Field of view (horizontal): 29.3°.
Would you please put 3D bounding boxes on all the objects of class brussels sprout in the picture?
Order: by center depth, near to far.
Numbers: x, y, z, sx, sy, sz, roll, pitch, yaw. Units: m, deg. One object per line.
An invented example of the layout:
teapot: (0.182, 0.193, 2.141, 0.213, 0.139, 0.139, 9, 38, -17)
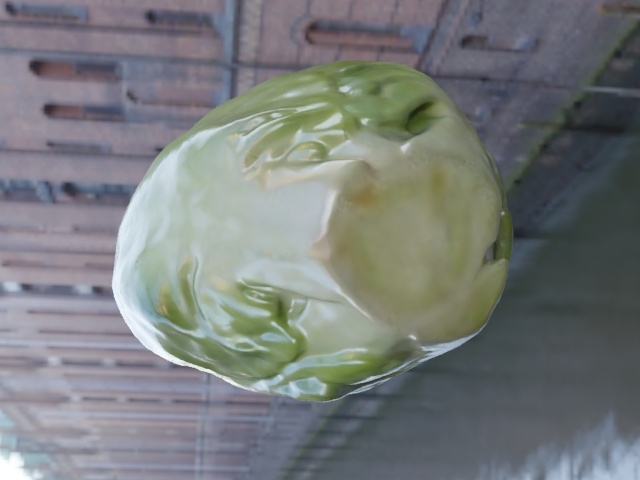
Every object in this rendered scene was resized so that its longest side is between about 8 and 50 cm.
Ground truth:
brussels sprout: (0.001, -0.005, 0.513, 0.180, 0.161, 0.144, 1, 83, 50)
